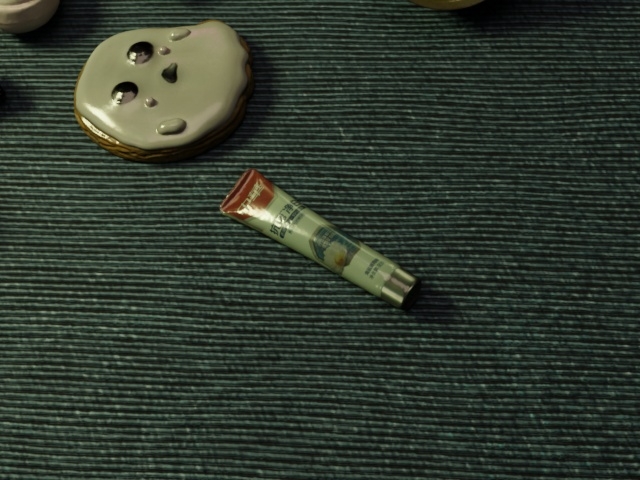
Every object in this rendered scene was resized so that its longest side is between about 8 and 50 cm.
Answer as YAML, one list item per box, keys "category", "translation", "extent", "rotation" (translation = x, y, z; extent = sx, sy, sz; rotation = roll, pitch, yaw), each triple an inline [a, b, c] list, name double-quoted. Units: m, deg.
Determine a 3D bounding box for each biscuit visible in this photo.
- category: "biscuit"
  translation: [-0.180, -0.175, 1.515]
  extent: [0.208, 0.049, 0.181]
  rotation: [-2, 60, 4]

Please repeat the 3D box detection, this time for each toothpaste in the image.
- category: "toothpaste"
  translation: [0.000, 0.000, 1.403]
  extent: [0.239, 0.039, 0.062]
  rotation: [31, 76, 24]

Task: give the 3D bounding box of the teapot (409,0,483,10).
- category: "teapot"
  translation: [0.150, -0.370, 1.520]
  extent: [0.268, 0.185, 0.175]
  rotation: [21, 30, -14]

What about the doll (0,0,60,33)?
- category: "doll"
  translation: [-0.276, -0.345, 1.595]
  extent: [0.365, 0.094, 0.160]
  rotation: [-17, 58, -3]

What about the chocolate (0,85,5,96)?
- category: "chocolate"
  translation: [-0.434, -0.151, 1.526]
  extent: [0.147, 0.070, 0.072]
  rotation: [-37, 35, -13]
